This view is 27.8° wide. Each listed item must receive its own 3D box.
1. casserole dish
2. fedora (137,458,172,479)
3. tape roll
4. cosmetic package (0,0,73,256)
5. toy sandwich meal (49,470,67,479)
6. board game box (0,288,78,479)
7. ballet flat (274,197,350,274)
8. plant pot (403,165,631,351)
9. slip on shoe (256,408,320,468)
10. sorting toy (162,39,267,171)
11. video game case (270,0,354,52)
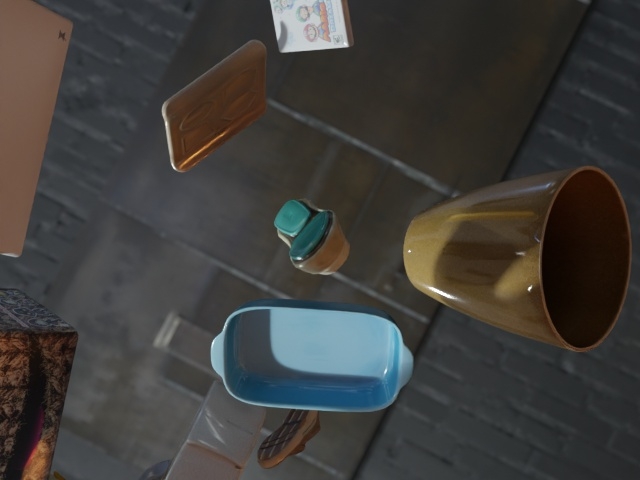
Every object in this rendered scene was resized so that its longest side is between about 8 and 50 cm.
[{"bbox_3d":[-0.007,0.103,1.209,0.188,0.114,0.037,3,-150,2],"label":"casserole dish"},{"bbox_3d":[-0.202,0.429,1.900,0.124,0.243,0.275,-109,5,-64],"label":"fedora"},{"bbox_3d":[-0.175,0.340,1.427,0.072,0.392,0.392,27,176,-1],"label":"tape roll"},{"bbox_3d":[-0.371,-0.119,1.164,0.224,0.224,0.138,10,176,24],"label":"cosmetic package"},{"bbox_3d":[-0.400,0.381,1.948,0.085,0.029,0.085,17,-143,-13],"label":"toy sandwich meal"},{"bbox_3d":[-0.431,0.177,1.349,0.291,0.232,0.141,3,-165,-42],"label":"board game box"},{"bbox_3d":[0.000,0.000,1.698,0.086,0.086,0.248,28,-171,-15],"label":"ballet flat"},{"bbox_3d":[0.245,0.019,1.724,0.254,0.237,0.237,3,160,39],"label":"plant pot"},{"bbox_3d":[-0.036,0.252,1.625,0.051,0.041,0.135,-14,-162,25],"label":"slip on shoe"},{"bbox_3d":[-0.165,-0.211,2.019,0.038,0.193,0.208,47,165,17],"label":"sorting toy"},{"bbox_3d":[-0.020,-0.361,1.921,0.143,0.157,0.019,3,-161,42],"label":"video game case"}]
